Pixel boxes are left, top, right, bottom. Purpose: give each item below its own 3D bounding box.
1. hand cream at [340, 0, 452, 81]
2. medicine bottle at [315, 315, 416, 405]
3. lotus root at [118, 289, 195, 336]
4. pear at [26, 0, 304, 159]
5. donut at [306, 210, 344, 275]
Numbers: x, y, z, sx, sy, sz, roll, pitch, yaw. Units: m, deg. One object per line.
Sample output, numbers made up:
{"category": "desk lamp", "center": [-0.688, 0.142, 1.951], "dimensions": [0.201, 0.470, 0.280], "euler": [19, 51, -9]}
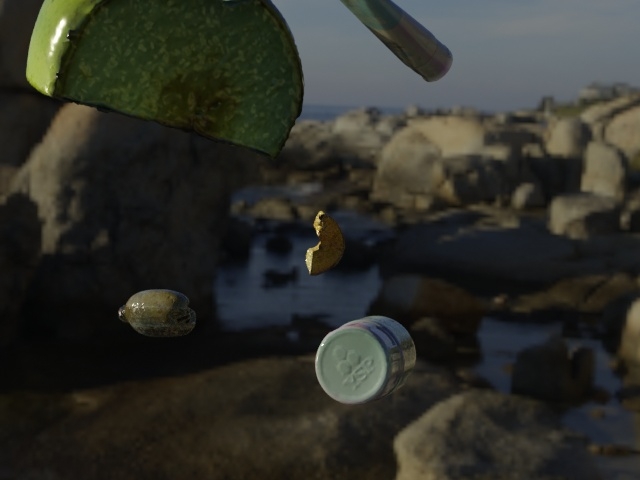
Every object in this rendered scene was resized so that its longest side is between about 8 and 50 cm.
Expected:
{"category": "hand cream", "center": [0.104, -0.365, 2.112], "dimensions": [0.312, 0.070, 0.111], "euler": [32, -6, -39]}
{"category": "medicine bottle", "center": [0.072, 0.190, 2.026], "dimensions": [0.135, 0.135, 0.168], "euler": [4, 3, 16]}
{"category": "lotus root", "center": [-0.349, 0.155, 2.707], "dimensions": [0.192, 0.113, 0.088], "euler": [-2, 40, 32]}
{"category": "pear", "center": [-0.169, -0.208, 1.341], "dimensions": [0.292, 0.159, 0.292], "euler": [18, 7, -2]}
{"category": "donut", "center": [0.000, 0.000, 1.848], "dimensions": [0.067, 0.083, 0.038], "euler": [-24, 20, 1]}
